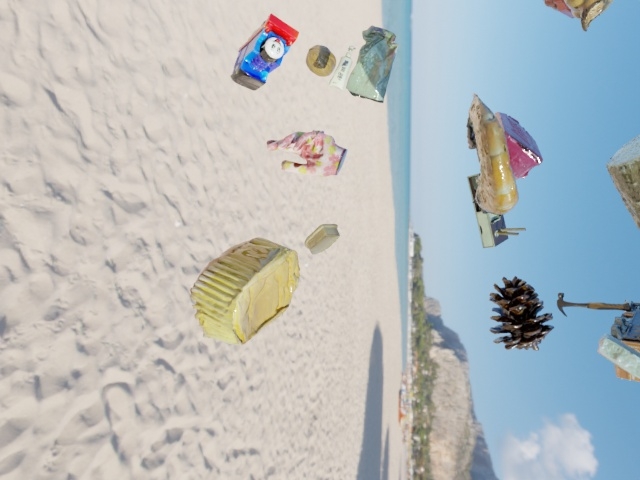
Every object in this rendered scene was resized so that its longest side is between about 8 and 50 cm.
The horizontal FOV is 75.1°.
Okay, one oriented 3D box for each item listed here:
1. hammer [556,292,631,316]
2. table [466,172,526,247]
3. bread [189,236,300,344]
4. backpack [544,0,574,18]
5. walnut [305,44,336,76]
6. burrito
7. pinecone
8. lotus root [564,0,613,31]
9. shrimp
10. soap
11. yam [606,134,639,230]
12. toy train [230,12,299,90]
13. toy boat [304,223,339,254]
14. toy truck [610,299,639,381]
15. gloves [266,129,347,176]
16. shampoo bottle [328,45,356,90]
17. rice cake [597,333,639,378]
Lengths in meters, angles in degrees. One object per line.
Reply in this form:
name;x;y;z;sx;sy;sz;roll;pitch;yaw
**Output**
hammer;0.860;0.210;1.318;0.021;0.201;0.078;24;72;-41
table;0.572;-0.109;1.337;0.122;0.111;0.239;-20;97;-45
bread;-0.151;0.097;0.860;0.250;0.133;0.178;-43;147;-49
backpack;0.838;-0.823;1.355;0.229;0.230;0.138;-46;136;-72
walnut;0.002;-0.645;1.502;0.124;0.105;0.105;31;57;-50
burrito;0.183;-0.601;1.425;0.089;0.144;0.228;-75;-178;-61
pinecone;0.763;0.290;1.614;0.244;0.244;0.308;20;50;-77
lotus root;0.631;-0.589;0.966;0.118;0.125;0.220;-32;-142;63
shrimp;0.392;-0.177;0.991;0.445;0.085;0.271;25;52;-68
soap;0.600;-0.317;1.340;0.099;0.162;0.250;-53;-170;37
yam;0.396;-0.037;0.443;0.194;0.107;0.107;65;9;10
toy train;-0.144;-0.469;1.046;0.204;0.083;0.130;5;-104;60
toy boat;0.000;0.000;1.923;0.116;0.188;0.061;0;56;-44
toy truck;0.963;0.295;1.232;0.306;0.136;0.162;-20;104;-43
gloves;-0.047;-0.282;1.305;0.145;0.241;0.126;100;16;-68
shampoo bottle;0.072;-0.551;1.326;0.034;0.049;0.141;11;102;-63
rice cake;0.607;0.247;0.742;0.040;0.226;0.085;-59;158;10
